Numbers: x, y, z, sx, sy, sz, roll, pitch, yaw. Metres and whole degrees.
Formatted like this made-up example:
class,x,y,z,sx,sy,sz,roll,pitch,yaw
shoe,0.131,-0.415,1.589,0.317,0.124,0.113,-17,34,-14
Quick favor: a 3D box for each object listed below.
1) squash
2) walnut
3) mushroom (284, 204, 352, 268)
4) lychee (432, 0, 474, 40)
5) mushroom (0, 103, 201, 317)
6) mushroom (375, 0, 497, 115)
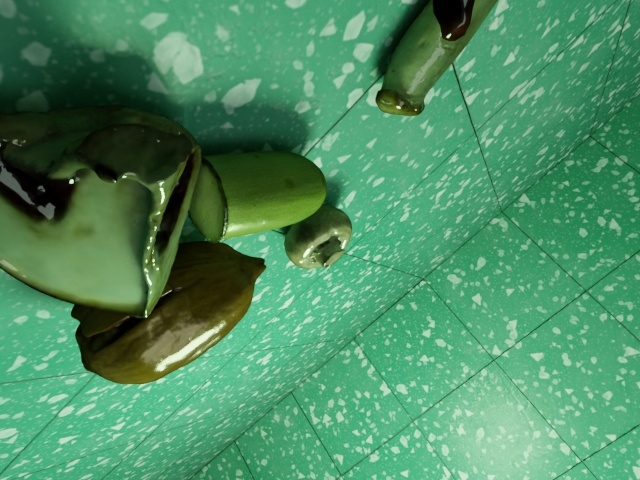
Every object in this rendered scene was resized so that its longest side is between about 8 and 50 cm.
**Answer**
class,x,y,z,sx,sy,sz,roll,pitch,yaw
squash,-0.086,-0.084,0.686,0.247,0.132,0.132,-17,149,-41
walnut,-0.245,0.107,0.720,0.337,0.209,0.209,-26,153,-22
mushroom,0.000,0.000,0.943,0.166,0.127,0.166,-31,162,-11
lychee,0.098,-0.349,0.147,0.425,0.425,0.499,-12,124,-43
mushroom,-0.272,-0.063,0.493,0.218,0.211,0.292,21,146,-11
mushroom,0.205,-0.346,0.665,0.107,0.087,0.333,-5,137,-56
